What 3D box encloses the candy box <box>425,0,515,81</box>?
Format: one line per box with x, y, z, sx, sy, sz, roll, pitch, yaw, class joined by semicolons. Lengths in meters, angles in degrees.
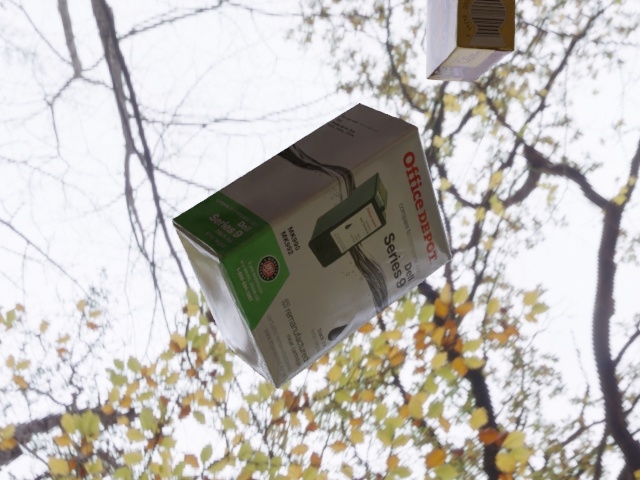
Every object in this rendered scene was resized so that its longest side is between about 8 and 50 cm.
0.126;-0.238;0.803;0.053;0.109;0.186;1;-94;-7;candy box

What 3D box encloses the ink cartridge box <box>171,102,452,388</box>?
0.000;0.000;1.134;0.289;0.211;0.121;-35;-142;-21;ink cartridge box
